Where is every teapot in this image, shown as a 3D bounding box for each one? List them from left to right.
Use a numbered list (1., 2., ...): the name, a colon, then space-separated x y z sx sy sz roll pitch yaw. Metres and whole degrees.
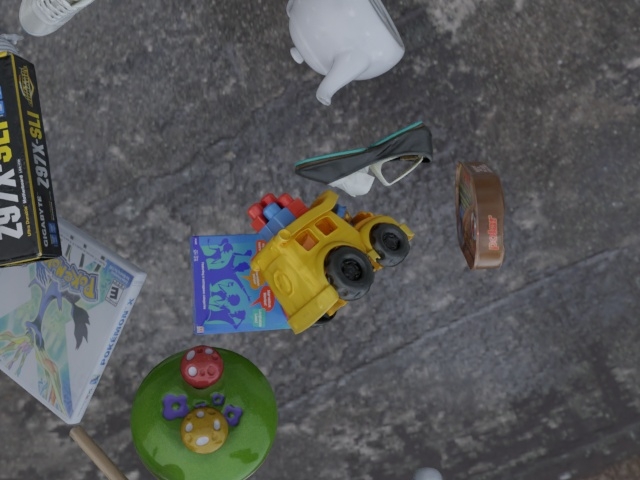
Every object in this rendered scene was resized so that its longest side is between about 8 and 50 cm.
1. teapot: 0.025 -0.398 1.579 0.187 0.256 0.252 -30 93 17

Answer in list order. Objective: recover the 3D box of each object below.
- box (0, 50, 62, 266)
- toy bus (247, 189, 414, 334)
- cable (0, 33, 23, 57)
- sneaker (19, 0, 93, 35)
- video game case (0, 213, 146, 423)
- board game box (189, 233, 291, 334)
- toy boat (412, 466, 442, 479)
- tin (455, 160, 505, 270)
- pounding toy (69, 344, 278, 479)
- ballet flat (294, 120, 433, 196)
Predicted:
1. box: -0.556 -0.107 1.316 0.257 0.322 0.079 -10 176 9
2. toy bus: 0.000 0.000 1.273 0.220 0.211 0.149 -36 174 -38
3. cable: -0.641 -0.258 1.503 0.257 0.257 0.089 -41 92 16
4. sneaker: -0.433 -0.418 1.420 0.228 0.092 0.087 -31 119 26
5. video game case: -0.494 0.117 1.525 0.036 0.329 0.300 12 105 -63
6. board game box: -0.106 0.068 1.386 0.210 0.160 0.047 -3 179 -15
7. toy boat: 0.131 0.606 1.849 0.318 0.267 0.148 -25 152 -31
8. tin: 0.178 -0.032 0.952 0.040 0.190 0.106 -6 105 4
9. pounding toy: -0.161 0.212 1.001 0.237 0.183 0.110 -33 159 -21
10. ballet flat: 0.092 -0.140 1.561 0.280 0.096 0.095 -20 -178 -16
